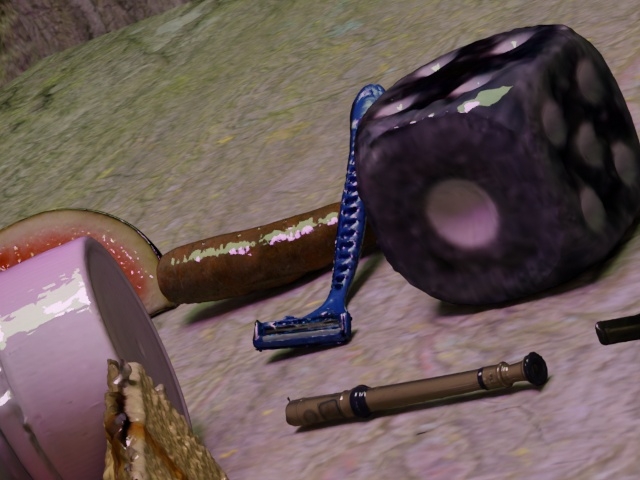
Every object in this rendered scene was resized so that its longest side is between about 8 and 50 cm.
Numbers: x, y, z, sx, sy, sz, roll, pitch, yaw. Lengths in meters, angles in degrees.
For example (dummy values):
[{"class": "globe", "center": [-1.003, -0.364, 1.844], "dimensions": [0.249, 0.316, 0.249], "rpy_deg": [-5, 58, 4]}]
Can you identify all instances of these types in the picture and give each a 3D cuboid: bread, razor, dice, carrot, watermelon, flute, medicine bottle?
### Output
[{"class": "bread", "center": [-0.104, 0.209, 1.146], "dimensions": [0.266, 0.142, 0.178], "rpy_deg": [-106, 39, -71]}, {"class": "razor", "center": [0.023, -0.019, 1.618], "dimensions": [0.093, 0.056, 0.324], "rpy_deg": [-8, 45, 27]}, {"class": "dice", "center": [0.149, -0.063, 1.436], "dimensions": [0.182, 0.181, 0.183], "rpy_deg": [-12, 22, 37]}, {"class": "carrot", "center": [0.000, -0.001, 1.686], "dimensions": [0.342, 0.070, 0.070], "rpy_deg": [-17, 19, 15]}, {"class": "watermelon", "center": [-0.288, 0.065, 1.909], "dimensions": [0.303, 0.159, 0.128], "rpy_deg": [-22, -20, 13]}, {"class": "flute", "center": [0.066, 0.115, 1.306], "dimensions": [0.233, 0.027, 0.027], "rpy_deg": [-14, 21, 36]}, {"class": "medicine bottle", "center": [-0.274, 0.147, 1.360], "dimensions": [0.302, 0.241, 0.241], "rpy_deg": [-26, 17, 4]}]

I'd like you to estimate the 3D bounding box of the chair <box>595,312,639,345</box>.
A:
[{"class": "chair", "center": [0.293, 0.043, 0.917], "dimensions": [0.247, 0.172, 0.158], "rpy_deg": [-23, 2, -40]}]
